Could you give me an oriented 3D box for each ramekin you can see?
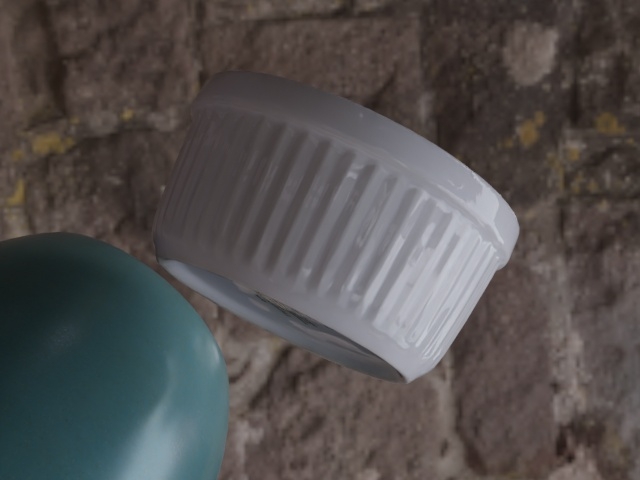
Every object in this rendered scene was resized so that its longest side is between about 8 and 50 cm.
[{"bbox_3d":[0.000,0.000,0.707,0.109,0.207,0.207,-63,169,-12],"label":"ramekin"}]

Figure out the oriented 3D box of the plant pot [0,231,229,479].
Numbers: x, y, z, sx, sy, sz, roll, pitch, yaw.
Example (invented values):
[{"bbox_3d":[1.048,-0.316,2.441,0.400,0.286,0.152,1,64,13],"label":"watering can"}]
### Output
[{"bbox_3d":[-0.199,0.136,0.827,0.235,0.293,0.293,-51,150,-35],"label":"plant pot"}]
